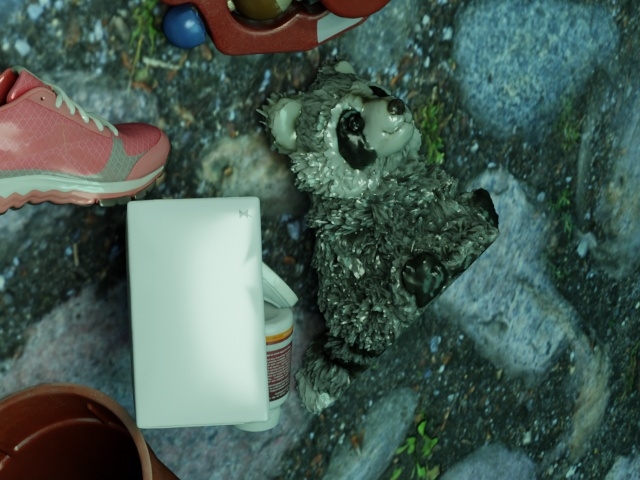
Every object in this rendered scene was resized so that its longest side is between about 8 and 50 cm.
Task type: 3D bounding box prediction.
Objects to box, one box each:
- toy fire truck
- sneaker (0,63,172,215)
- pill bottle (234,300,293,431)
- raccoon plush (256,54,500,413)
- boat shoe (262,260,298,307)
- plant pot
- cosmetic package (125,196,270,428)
[{"bbox_3d":[-0.071,-0.319,1.612,0.254,0.169,0.302,-27,132,-4],"label":"toy fire truck"},{"bbox_3d":[-0.269,-0.106,1.529,0.314,0.116,0.136,-11,117,-43],"label":"sneaker"},{"bbox_3d":[-0.078,0.152,1.890,0.086,0.086,0.152,-19,123,-39],"label":"pill bottle"},{"bbox_3d":[0.000,0.000,1.868,0.446,0.299,0.216,-48,175,30],"label":"raccoon plush"},{"bbox_3d":[-0.100,0.038,1.816,0.063,0.066,0.184,-50,133,1],"label":"boat shoe"},{"bbox_3d":[-0.245,0.327,1.696,0.272,0.272,0.265,-55,148,-9],"label":"plant pot"},{"bbox_3d":[-0.131,0.076,1.616,0.138,0.225,0.224,-2,86,-8],"label":"cosmetic package"}]
